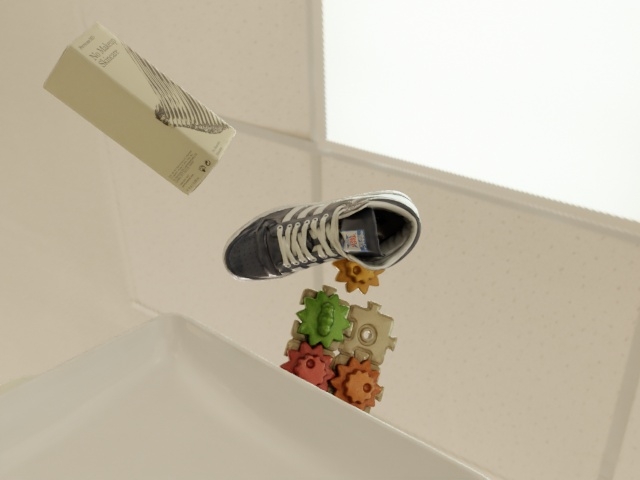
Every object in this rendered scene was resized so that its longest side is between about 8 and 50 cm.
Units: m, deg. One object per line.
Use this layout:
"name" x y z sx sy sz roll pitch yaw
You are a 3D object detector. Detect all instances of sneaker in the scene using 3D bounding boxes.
"sneaker" 0.000 0.000 0.984 0.282 0.153 0.099 -15 -79 0

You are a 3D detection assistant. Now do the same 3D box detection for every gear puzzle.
"gear puzzle" 0.036 0.161 1.095 0.175 0.339 0.044 21 -12 -19

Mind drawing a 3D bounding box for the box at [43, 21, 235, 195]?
"box" -0.276 -0.204 1.151 0.275 0.113 0.094 37 -56 -17

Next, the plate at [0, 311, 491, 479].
"plate" -0.105 0.148 0.352 0.277 0.278 0.045 20 -54 42

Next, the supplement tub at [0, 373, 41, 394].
"supplement tub" -0.317 0.292 0.913 0.191 0.191 0.272 32 -24 20
